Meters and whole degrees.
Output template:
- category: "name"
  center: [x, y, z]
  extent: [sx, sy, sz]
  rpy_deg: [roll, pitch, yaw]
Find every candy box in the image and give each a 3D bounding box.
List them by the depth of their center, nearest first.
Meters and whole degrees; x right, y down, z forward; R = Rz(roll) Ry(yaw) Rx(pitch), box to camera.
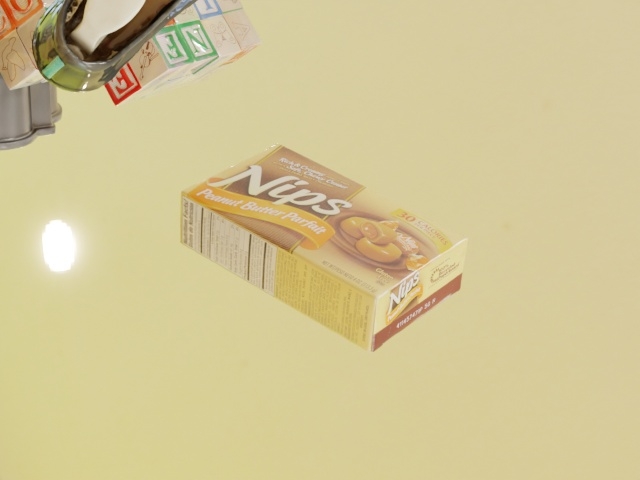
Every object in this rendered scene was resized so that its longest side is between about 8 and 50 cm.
- category: "candy box"
  center: [0.000, 0.000, 1.630]
  extent: [0.316, 0.183, 0.087]
  rpy_deg: [28, -51, 32]

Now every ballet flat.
- category: "ballet flat"
  center: [-0.113, -0.226, 1.026]
  extent: [0.280, 0.095, 0.096]
  rpy_deg: [-53, -168, -8]

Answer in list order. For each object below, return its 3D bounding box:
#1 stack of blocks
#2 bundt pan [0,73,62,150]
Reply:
- category: "stack of blocks"
  center: [-0.204, -0.230, 1.319]
  extent: [0.087, 0.297, 0.171]
  rpy_deg: [-28, -90, 33]
- category: "bundt pan"
  center: [-0.420, -0.198, 1.325]
  extent: [0.331, 0.331, 0.124]
  rpy_deg: [33, -59, 43]
